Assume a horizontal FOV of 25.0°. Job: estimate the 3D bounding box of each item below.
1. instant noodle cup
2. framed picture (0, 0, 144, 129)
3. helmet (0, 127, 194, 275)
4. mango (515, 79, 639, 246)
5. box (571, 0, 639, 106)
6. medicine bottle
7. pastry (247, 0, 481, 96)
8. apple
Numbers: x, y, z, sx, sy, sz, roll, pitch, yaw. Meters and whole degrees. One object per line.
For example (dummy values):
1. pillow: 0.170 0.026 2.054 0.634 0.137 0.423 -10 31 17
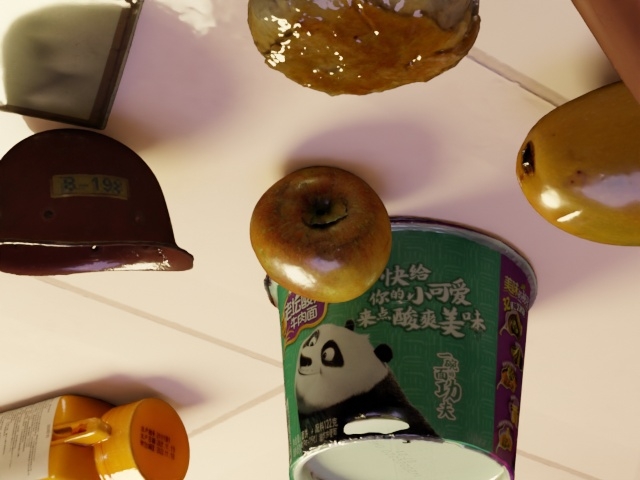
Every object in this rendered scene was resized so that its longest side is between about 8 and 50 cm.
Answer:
1. instant noodle cup: 0.070 0.124 1.271 0.251 0.190 0.251 2 150 1
2. framed picture: -0.250 -0.145 1.008 0.231 0.010 0.173 11 149 -14
3. helmet: -0.179 -0.031 1.103 0.175 0.106 0.155 6 169 -14
4. mango: 0.266 -0.061 1.025 0.253 0.113 0.138 -10 145 6
5. box: 0.201 -0.227 0.627 0.239 0.229 0.339 -15 146 25
6. medicine bottle: -0.258 0.242 1.571 0.222 0.112 0.149 -18 144 30
7. pastry: 0.028 -0.147 0.918 0.153 0.081 0.153 -2 147 -1
8. apple: 0.000 0.000 1.157 0.114 0.099 0.102 0 152 -3
